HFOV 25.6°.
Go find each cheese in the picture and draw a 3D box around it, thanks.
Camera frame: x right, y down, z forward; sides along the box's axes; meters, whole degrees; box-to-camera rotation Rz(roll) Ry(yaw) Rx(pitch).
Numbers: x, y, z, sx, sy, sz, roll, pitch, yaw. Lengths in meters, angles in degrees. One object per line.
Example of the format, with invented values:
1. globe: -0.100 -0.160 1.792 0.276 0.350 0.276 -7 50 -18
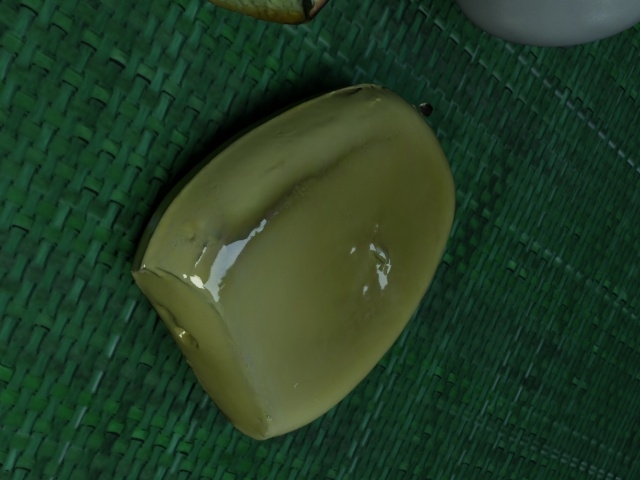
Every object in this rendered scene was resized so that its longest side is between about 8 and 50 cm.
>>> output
1. cheese: 0.000 0.000 1.192 0.316 0.128 0.260 -46 136 -29

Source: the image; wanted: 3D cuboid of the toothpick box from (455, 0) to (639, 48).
1. toothpick box: 0.198 -0.312 1.218 0.229 0.229 0.316 -38 134 -33

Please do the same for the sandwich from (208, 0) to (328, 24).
1. sandwich: 0.004 -0.284 1.056 0.236 0.128 0.122 -49 135 -24
